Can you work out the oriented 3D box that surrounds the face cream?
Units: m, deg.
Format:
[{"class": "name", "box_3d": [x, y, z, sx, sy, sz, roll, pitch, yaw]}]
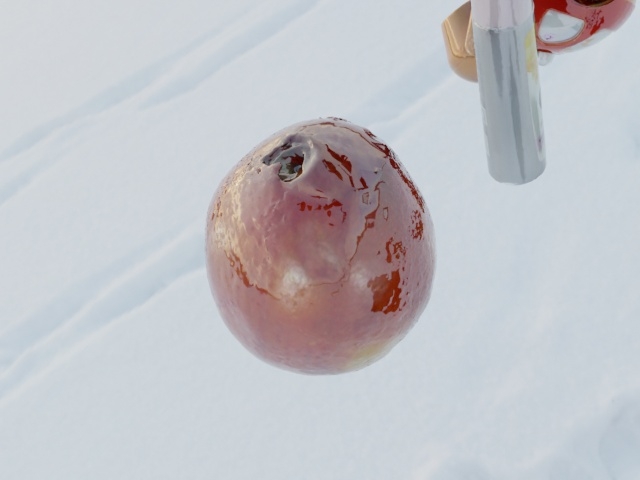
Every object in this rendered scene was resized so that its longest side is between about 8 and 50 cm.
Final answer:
[{"class": "face cream", "box_3d": [0.217, -0.197, 1.084, 0.073, 0.269, 0.107, -6, 36, 12]}]

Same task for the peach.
[{"class": "peach", "box_3d": [0.000, 0.000, 0.942, 0.238, 0.281, 0.281, 8, 50, 9]}]

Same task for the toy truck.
[{"class": "toy truck", "box_3d": [0.321, -0.334, 1.390, 0.265, 0.239, 0.189, 21, 16, 15]}]
